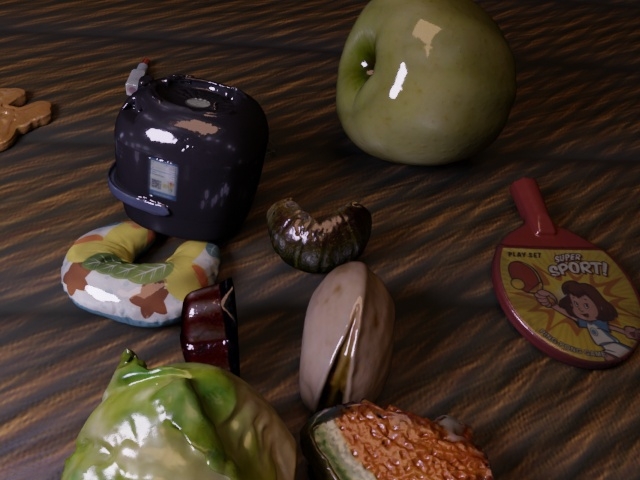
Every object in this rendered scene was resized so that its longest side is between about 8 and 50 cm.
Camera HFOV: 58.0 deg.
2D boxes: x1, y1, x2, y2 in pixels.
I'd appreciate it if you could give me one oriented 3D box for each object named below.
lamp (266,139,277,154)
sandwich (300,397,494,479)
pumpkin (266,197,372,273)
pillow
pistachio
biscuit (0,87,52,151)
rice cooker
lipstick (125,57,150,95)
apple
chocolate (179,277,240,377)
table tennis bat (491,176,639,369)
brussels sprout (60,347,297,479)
[{"bbox_3d":[-0.146,-0.169,1.161,0.054,0.041,0.121,40,56,13],"label":"lamp"},{"bbox_3d":[0.107,0.307,0.741,0.292,0.109,0.212,20,42,4],"label":"sandwich"},{"bbox_3d":[0.000,0.000,0.980,0.183,0.119,0.107,-1,47,-4],"label":"pumpkin"},{"bbox_3d":[-0.286,0.046,0.918,0.233,0.086,0.214,16,37,7],"label":"pillow"},{"bbox_3d":[0.040,0.144,0.849,0.138,0.153,0.238,8,74,10],"label":"pistachio"},{"bbox_3d":[-0.645,-0.224,1.119,0.144,0.040,0.236,23,46,17],"label":"biscuit"},{"bbox_3d":[-0.220,-0.147,0.977,0.267,0.224,0.267,8,35,-6],"label":"rice cooker"},{"bbox_3d":[-0.404,-0.373,1.293,0.030,0.030,0.129,7,48,-4],"label":"lipstick"},{"bbox_3d":[0.206,-0.319,1.157,0.357,0.357,0.357,5,48,-6],"label":"apple"},{"bbox_3d":[-0.165,0.124,0.838,0.080,0.148,0.125,-6,13,-15],"label":"chocolate"},{"bbox_3d":[0.435,0.047,1.068,0.268,0.051,0.414,2,51,-9],"label":"table tennis bat"},{"bbox_3d":[-0.163,0.268,0.646,0.294,0.227,0.259,11,62,-10],"label":"brussels sprout"}]
